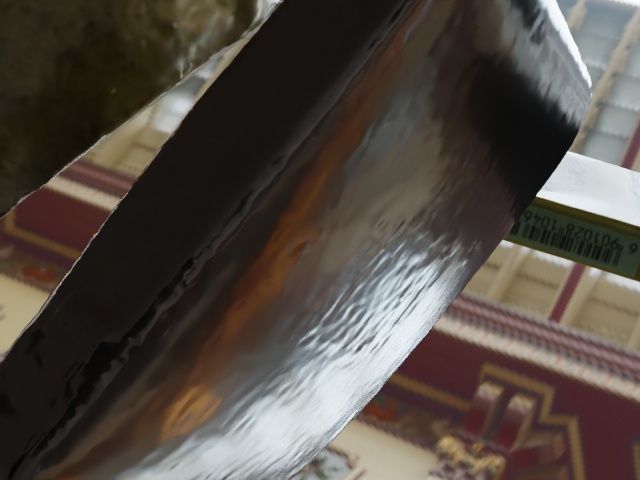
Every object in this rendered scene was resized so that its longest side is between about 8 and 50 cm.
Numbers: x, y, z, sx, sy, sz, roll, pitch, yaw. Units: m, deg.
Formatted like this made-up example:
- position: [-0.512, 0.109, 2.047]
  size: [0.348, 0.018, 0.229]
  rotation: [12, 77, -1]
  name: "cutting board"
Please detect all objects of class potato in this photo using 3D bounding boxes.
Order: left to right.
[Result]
- position: [-0.140, -0.118, 0.730]
  size: [0.269, 0.255, 0.112]
  rotation: [28, -18, -16]
  name: "potato"

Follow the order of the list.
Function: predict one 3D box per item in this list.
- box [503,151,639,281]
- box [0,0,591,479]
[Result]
- position: [0.238, -0.003, 0.880]
  size: [0.278, 0.153, 0.041]
  rotation: [18, -72, 5]
  name: "box"
- position: [0.000, 0.000, 0.597]
  size: [0.073, 0.289, 0.290]
  rotation: [41, -85, 20]
  name: "box"
